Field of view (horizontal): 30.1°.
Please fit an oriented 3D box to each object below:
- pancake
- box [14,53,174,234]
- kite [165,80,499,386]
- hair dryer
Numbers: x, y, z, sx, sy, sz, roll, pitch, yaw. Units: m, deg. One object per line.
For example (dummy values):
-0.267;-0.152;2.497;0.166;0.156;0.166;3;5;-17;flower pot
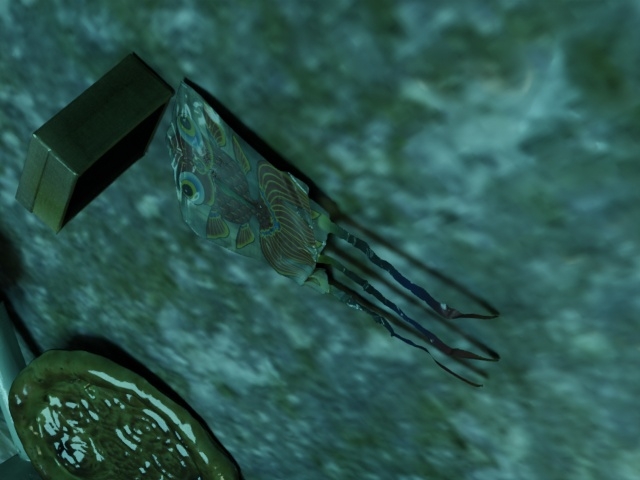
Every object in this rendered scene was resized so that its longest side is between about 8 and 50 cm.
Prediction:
-0.165;0.180;1.008;0.235;0.029;0.212;23;133;12;pancake
-0.128;-0.052;0.665;0.035;0.079;0.083;42;150;2;box
-0.002;0.002;0.646;0.229;0.016;0.127;31;150;22;kite
-0.279;0.156;1.079;0.073;0.131;0.237;19;128;43;hair dryer
